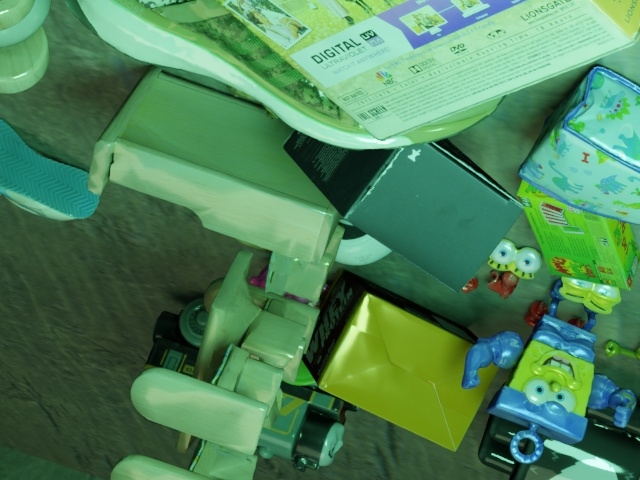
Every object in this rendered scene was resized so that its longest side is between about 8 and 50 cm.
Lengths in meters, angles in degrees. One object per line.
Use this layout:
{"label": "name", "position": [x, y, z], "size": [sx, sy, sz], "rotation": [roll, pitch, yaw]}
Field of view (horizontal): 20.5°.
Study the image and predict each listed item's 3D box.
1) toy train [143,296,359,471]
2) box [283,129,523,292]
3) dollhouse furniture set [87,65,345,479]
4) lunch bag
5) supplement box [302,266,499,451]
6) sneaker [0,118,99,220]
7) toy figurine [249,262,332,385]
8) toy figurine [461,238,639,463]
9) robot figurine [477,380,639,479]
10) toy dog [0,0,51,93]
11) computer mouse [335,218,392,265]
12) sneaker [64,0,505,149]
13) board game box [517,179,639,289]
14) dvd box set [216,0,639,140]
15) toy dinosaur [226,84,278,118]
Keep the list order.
{"label": "toy train", "position": [-0.104, 0.213, 2.576], "size": [0.334, 0.190, 0.142], "rotation": [19, 159, 9]}
{"label": "box", "position": [0.077, -0.062, 1.719], "size": [0.153, 0.108, 0.207], "rotation": [33, -171, -27]}
{"label": "dollhouse furniture set", "position": [-0.134, 0.047, 1.966], "size": [0.256, 0.362, 0.394], "rotation": [19, 126, 4]}
{"label": "lunch bag", "position": [0.279, -0.075, 1.627], "size": [0.151, 0.096, 0.129], "rotation": [33, 158, -1]}
{"label": "supplement box", "position": [0.094, 0.144, 2.203], "size": [0.191, 0.129, 0.194], "rotation": [26, -176, -11]}
{"label": "sneaker", "position": [-0.400, -0.090, 2.274], "size": [0.229, 0.087, 0.092], "rotation": [33, 159, -22]}
{"label": "toy figurine", "position": [-0.020, 0.090, 2.334], "size": [0.173, 0.130, 0.159], "rotation": [-13, 135, 22]}
{"label": "toy figurine", "position": [0.286, 0.173, 2.058], "size": [0.363, 0.217, 0.191], "rotation": [24, 159, -3]}
{"label": "robot figurine", "position": [0.352, 0.284, 2.322], "size": [0.278, 0.173, 0.209], "rotation": [21, 177, 4]}
{"label": "toy dog", "position": [-0.365, -0.299, 1.699], "size": [0.334, 0.161, 0.220], "rotation": [42, 158, -11]}
{"label": "computer mouse", "position": [0.000, 0.000, 2.159], "size": [0.193, 0.042, 0.106], "rotation": [8, 154, 33]}
{"label": "sneaker", "position": [-0.020, -0.212, 1.550], "size": [0.410, 0.158, 0.182], "rotation": [18, 142, -3]}
{"label": "board game box", "position": [0.273, -0.014, 1.854], "size": [0.092, 0.043, 0.181], "rotation": [12, 157, 25]}
{"label": "dvd box set", "position": [-0.002, -0.252, 1.303], "size": [0.420, 0.062, 0.308], "rotation": [39, 149, -22]}
{"label": "toy dinosaur", "position": [-0.036, -0.152, 1.808], "size": [0.093, 0.053, 0.183], "rotation": [33, 157, -23]}
